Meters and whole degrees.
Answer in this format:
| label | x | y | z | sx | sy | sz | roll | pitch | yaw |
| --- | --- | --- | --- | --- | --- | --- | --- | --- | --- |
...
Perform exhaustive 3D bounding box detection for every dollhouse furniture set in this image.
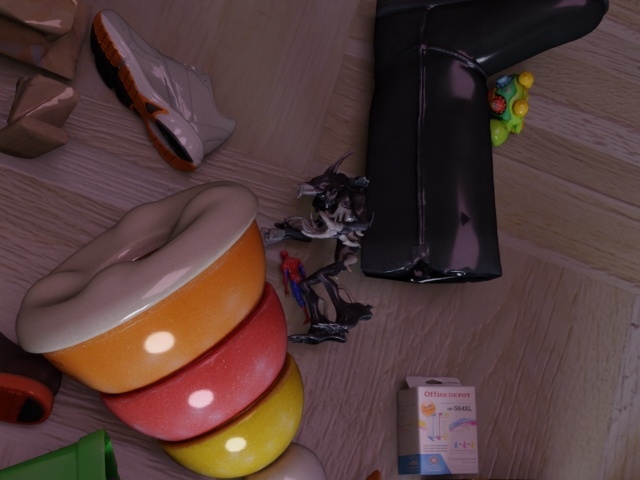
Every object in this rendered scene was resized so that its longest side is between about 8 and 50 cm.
| label | x | y | z | sx | sy | sz | roll | pitch | yaw |
| --- | --- | --- | --- | --- | --- | --- | --- | --- | --- |
| dollhouse furniture set | -0.521 | -0.338 | 1.505 | 0.394 | 0.256 | 0.362 | 20 | 72 | -33 |

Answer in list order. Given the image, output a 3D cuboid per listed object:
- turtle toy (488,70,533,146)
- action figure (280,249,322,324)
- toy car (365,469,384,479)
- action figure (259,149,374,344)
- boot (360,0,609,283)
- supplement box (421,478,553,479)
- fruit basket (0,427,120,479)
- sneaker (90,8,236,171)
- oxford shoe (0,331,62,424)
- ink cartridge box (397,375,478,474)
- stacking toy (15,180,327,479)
| label | x | y | z | sx | sy | sz | roll | pitch | yaw |
| --- | --- | --- | --- | --- | --- | --- | --- | --- | --- |
| turtle toy | 0.295 | -0.209 | 1.746 | 0.066 | 0.095 | 0.130 | 11 | 74 | 7 |
| action figure | -0.033 | 0.066 | 1.615 | 0.038 | 0.030 | 0.115 | -17 | 78 | -24 |
| toy car | 0.073 | 0.422 | 1.486 | 0.219 | 0.210 | 0.237 | 13 | 62 | -21 |
| action figure | 0.000 | 0.000 | 1.554 | 0.141 | 0.164 | 0.275 | 9 | 69 | -29 |
| boot | 0.240 | -0.158 | 1.624 | 0.367 | 0.146 | 0.444 | -3 | 71 | 22 |
| supplement box | 0.263 | 0.400 | 1.536 | 0.191 | 0.194 | 0.129 | 4 | 77 | -15 |
| fruit basket | -0.221 | 0.437 | 1.330 | 0.392 | 0.283 | 0.392 | 1 | 59 | -2 |
| sneaker | -0.228 | -0.232 | 1.601 | 0.121 | 0.099 | 0.262 | -38 | 98 | -28 |
| oxford shoe | -0.476 | 0.162 | 1.449 | 0.272 | 0.096 | 0.098 | 18 | 41 | -6 |
| ink cartridge box | 0.168 | 0.267 | 1.594 | 0.092 | 0.090 | 0.143 | 2 | 78 | -15 |
| stacking toy | -0.140 | 0.192 | 1.460 | 0.351 | 0.351 | 0.479 | -37 | 109 | -20 |
